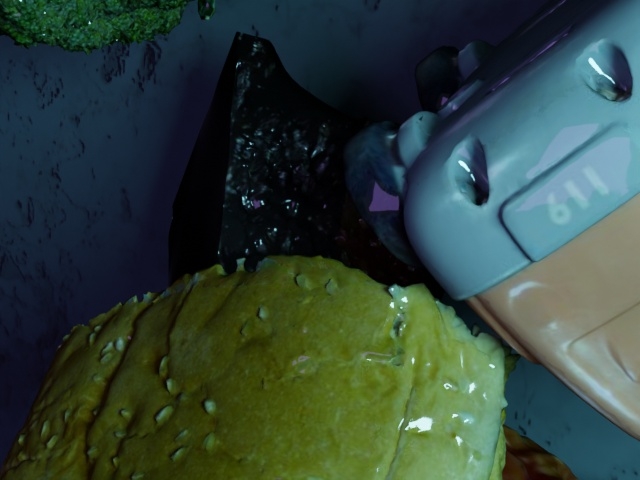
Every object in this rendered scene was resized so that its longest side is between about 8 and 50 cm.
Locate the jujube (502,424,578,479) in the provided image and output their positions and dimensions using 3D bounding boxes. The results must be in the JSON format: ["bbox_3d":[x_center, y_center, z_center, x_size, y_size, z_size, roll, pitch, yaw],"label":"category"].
[{"bbox_3d":[0.089,0.239,0.750,0.377,0.276,0.276,33,120,48],"label":"jujube"}]

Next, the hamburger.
[{"bbox_3d":[-0.052,0.136,0.651,0.309,0.132,0.211,-13,52,42],"label":"hamburger"}]

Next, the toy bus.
[{"bbox_3d":[0.166,-0.033,0.623,0.194,0.288,0.232,-40,94,26],"label":"toy bus"}]

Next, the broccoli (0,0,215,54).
[{"bbox_3d":[-0.108,-0.268,0.809,0.283,0.321,0.304,-112,23,-59],"label":"broccoli"}]

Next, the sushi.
[{"bbox_3d":[0.000,0.000,0.833,0.172,0.150,0.153,-97,25,-49],"label":"sushi"}]
